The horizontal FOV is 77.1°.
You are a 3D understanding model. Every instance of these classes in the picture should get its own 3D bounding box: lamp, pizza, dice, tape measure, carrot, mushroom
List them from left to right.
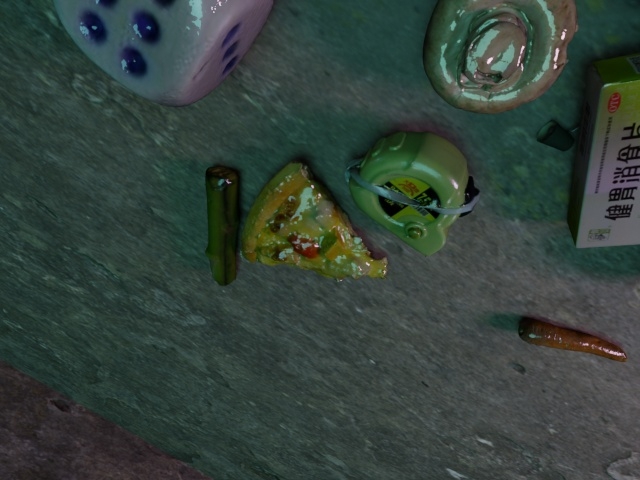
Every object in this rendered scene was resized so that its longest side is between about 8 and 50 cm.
[{"bbox_3d":[-0.185,-0.303,0.500,0.194,0.191,0.193,42,127,-12],"label":"dice"},{"bbox_3d":[0.000,0.000,0.741,0.288,0.075,0.279,26,131,-1],"label":"pizza"},{"bbox_3d":[0.141,-0.082,0.613,0.200,0.106,0.175,35,143,-6],"label":"tape measure"},{"bbox_3d":[0.204,-0.228,0.465,0.167,0.127,0.166,6,131,7],"label":"mushroom"},{"bbox_3d":[0.467,0.187,0.745,0.191,0.047,0.047,12,129,5],"label":"carrot"},{"bbox_3d":[0.352,-0.163,0.525,0.054,0.041,0.121,27,133,-13],"label":"lamp"}]

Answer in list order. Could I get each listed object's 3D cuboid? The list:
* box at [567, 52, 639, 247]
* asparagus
[{"bbox_3d":[0.423,-0.103,0.497,0.175,0.062,0.260,-5,135,20],"label":"box"},{"bbox_3d":[-0.196,-0.021,0.804,0.067,0.060,0.277,6,130,-9],"label":"asparagus"}]
